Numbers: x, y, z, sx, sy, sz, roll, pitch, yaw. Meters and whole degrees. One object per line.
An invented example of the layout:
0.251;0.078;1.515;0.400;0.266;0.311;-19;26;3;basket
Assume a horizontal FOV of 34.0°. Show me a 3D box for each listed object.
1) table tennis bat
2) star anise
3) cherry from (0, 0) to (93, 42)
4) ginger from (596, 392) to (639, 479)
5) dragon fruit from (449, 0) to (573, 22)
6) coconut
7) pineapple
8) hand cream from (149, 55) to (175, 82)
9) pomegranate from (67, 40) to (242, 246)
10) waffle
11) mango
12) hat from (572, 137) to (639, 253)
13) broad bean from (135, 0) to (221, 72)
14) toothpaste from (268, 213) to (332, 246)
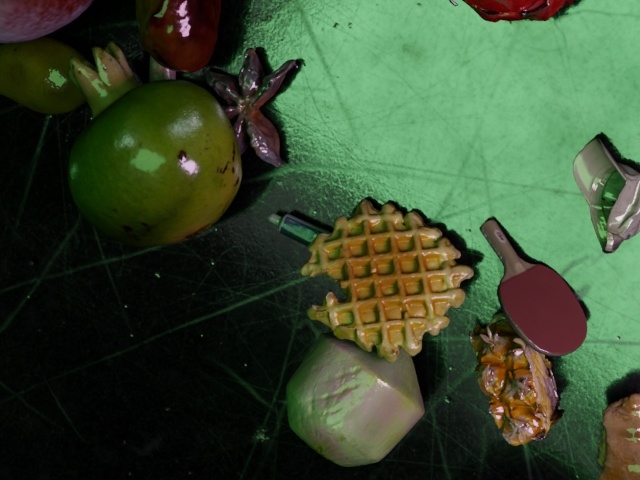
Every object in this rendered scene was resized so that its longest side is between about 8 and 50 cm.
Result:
0.329;0.073;1.659;0.246;0.138;0.022;60;147;18;table tennis bat
-0.135;-0.221;1.762;0.172;0.063;0.208;15;106;16;star anise
-0.525;-0.466;1.708;0.326;0.335;0.291;1;120;41;cherry
0.551;0.331;1.633;0.276;0.130;0.221;-31;82;16;ginger
0.260;-0.427;1.508;0.293;0.234;0.233;9;105;11;dragon fruit
0.060;0.249;1.732;0.236;0.204;0.236;-6;71;19;coconut
0.318;0.231;1.677;0.114;0.186;0.236;-22;52;26;pineapple
-0.277;-0.237;1.818;0.067;0.043;0.209;8;109;14;hand cream
-0.311;-0.147;1.721;0.310;0.216;0.358;-26;101;40;pomegranate
0.101;0.056;1.687;0.261;0.056;0.250;32;72;20;waffle
-0.502;-0.294;1.850;0.227;0.099;0.136;11;112;24;mango
0.449;-0.076;1.612;0.166;0.081;0.122;62;151;13;hat
-0.225;-0.389;1.707;0.122;0.156;0.228;24;112;46;broad bean
0.000;0.000;1.784;0.197;0.035;0.057;25;117;8;toothpaste
